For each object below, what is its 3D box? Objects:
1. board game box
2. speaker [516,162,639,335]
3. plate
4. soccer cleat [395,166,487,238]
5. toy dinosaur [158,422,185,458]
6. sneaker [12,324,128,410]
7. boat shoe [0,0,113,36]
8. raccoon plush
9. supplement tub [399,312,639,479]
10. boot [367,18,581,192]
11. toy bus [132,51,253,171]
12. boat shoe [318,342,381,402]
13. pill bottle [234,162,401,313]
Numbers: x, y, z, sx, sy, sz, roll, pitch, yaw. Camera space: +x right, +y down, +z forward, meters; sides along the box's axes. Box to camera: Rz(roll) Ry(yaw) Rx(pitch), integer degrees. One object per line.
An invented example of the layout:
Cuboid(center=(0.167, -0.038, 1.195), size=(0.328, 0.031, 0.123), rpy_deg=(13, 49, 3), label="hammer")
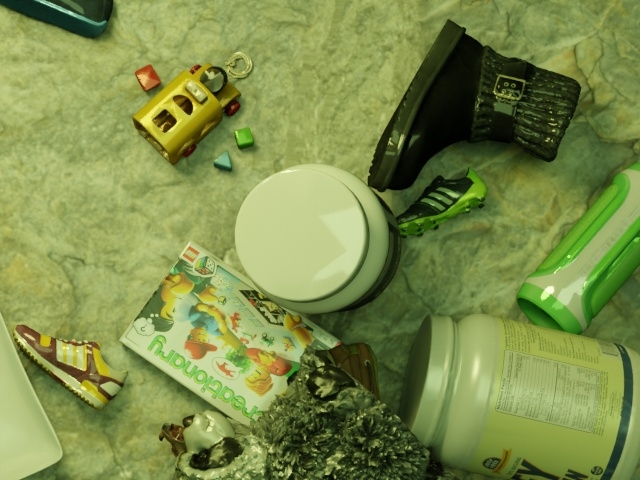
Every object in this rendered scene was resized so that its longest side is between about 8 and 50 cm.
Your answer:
Cuboid(center=(-0.132, 0.163, 1.712), size=(0.305, 0.053, 0.193), rpy_deg=(34, 80, 1), label="board game box")
Cuboid(center=(0.445, 0.017, 1.750), size=(0.131, 0.131, 0.296), rpy_deg=(43, 79, 3), label="speaker")
Cuboid(center=(-0.565, 0.263, 1.661), size=(0.277, 0.045, 0.278), rpy_deg=(-26, 84, -8), label="plate")
Cuboid(center=(0.183, -0.060, 1.781), size=(0.179, 0.060, 0.072), rpy_deg=(-23, 67, -11), label="soccer cleat")
Cuboid(center=(-0.148, 0.406, 1.634), size=(0.200, 0.127, 0.295), rpy_deg=(11, 104, 26), label="toy dinosaur")
Cuboid(center=(-0.382, 0.176, 1.686), size=(0.185, 0.069, 0.084), rpy_deg=(40, 71, -4), label="sneaker")
Cuboid(center=(-0.458, -0.413, 1.770), size=(0.258, 0.109, 0.089), rpy_deg=(25, 71, -17), label="boat shoe")
Cuboid(center=(0.012, 0.358, 1.456), size=(0.446, 0.216, 0.299), rpy_deg=(40, 81, 8), label="raccoon plush")
Cuboid(center=(0.297, 0.240, 1.644), size=(0.325, 0.235, 0.235), rpy_deg=(13, 79, -3), label="supplement tub")
Cuboid(center=(0.249, -0.174, 1.740), size=(0.260, 0.131, 0.348), rpy_deg=(29, 67, 1), label="boot")
Cuboid(center=(-0.200, -0.218, 1.745), size=(0.191, 0.104, 0.202), rpy_deg=(0, 81, -5), label="toy bus")
Cuboid(center=(0.068, 0.302, 1.634), size=(0.104, 0.111, 0.307), rpy_deg=(-11, 85, -19), label="boat shoe")
Cuboid(center=(0.000, 0.000, 1.577), size=(0.210, 0.363, 0.210), rpy_deg=(-1, 87, 9), label="pill bottle")
